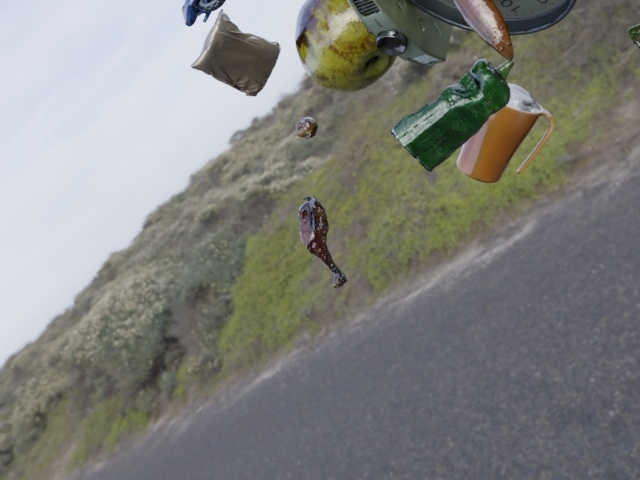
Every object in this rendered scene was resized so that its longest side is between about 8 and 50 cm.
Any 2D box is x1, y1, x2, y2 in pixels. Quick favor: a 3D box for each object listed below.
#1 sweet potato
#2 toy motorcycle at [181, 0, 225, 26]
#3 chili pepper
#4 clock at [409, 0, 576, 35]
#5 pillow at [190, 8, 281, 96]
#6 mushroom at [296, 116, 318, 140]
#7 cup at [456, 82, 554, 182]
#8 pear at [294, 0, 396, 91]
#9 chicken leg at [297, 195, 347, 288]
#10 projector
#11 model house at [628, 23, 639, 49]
[{"bbox_3d":[0.248,-0.406,1.322,0.057,0.264,0.057,-29,-12,-7],"label":"sweet potato"},{"bbox_3d":[-0.251,-0.532,1.658,0.114,0.076,0.205,-28,49,16],"label":"toy motorcycle"},{"bbox_3d":[0.282,-0.265,1.598,0.270,0.136,0.099,-42,20,12],"label":"chili pepper"},{"bbox_3d":[0.277,-0.496,1.383,0.076,0.386,0.386,-68,14,-14],"label":"clock"},{"bbox_3d":[-0.212,-0.480,2.049,0.270,0.067,0.173,18,-87,-55],"label":"pillow"},{"bbox_3d":[-0.047,-0.316,2.272,0.187,0.062,0.060,-178,93,-81],"label":"mushroom"},{"bbox_3d":[0.505,-0.291,2.185,0.182,0.226,0.263,-63,-7,-60],"label":"cup"},{"bbox_3d":[0.062,-0.509,1.959,0.283,0.283,0.283,-43,7,7],"label":"pear"},{"bbox_3d":[0.000,0.000,1.972,0.051,0.253,0.106,-31,-25,32],"label":"chicken leg"},{"bbox_3d":[0.156,-0.464,1.588,0.088,0.270,0.193,-10,58,44],"label":"projector"},{"bbox_3d":[0.790,-0.427,1.825,0.117,0.167,0.088,-19,35,46],"label":"model house"}]
